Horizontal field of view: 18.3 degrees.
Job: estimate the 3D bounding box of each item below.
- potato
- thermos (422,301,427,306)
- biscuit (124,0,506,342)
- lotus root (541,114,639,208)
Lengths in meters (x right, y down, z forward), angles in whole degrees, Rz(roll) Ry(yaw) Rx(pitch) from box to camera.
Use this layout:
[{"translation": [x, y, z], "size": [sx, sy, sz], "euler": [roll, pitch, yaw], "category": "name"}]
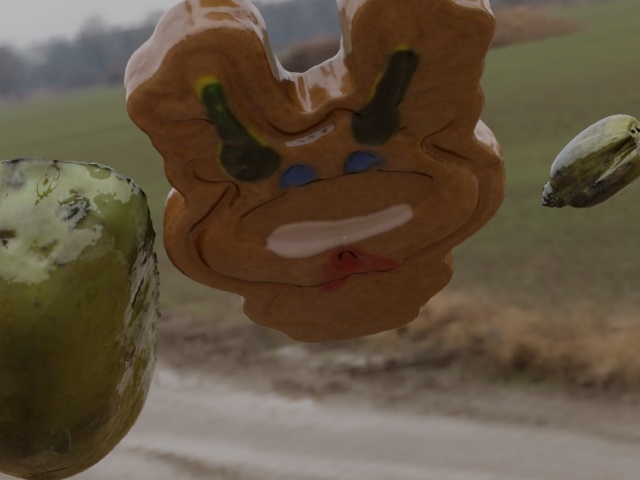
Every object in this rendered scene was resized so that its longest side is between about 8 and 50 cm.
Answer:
[{"translation": [-0.183, 0.072, 1.220], "size": [0.160, 0.111, 0.272], "euler": [5, -37, -2], "category": "potato"}, {"translation": [0.000, -0.004, 1.440], "size": [0.187, 0.083, 0.073], "euler": [31, -1, 28], "category": "thermos"}, {"translation": [0.006, -0.033, 1.122], "size": [0.202, 0.047, 0.334], "euler": [-10, -32, -1], "category": "biscuit"}, {"translation": [0.206, -0.055, 1.484], "size": [0.099, 0.054, 0.049], "euler": [-36, 1, 29], "category": "lotus root"}]
